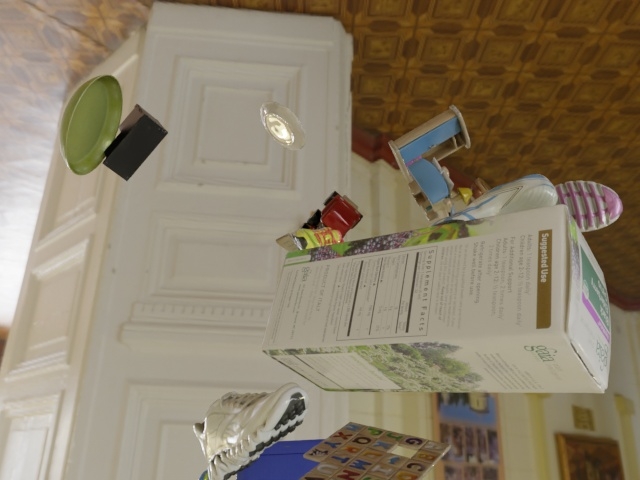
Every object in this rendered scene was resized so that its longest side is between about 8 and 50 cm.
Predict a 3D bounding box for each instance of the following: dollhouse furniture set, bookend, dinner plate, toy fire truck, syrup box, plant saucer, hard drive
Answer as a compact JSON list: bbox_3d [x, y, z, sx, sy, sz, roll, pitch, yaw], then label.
[{"bbox_3d":[0.357,-0.148,1.527,0.198,0.303,0.286,-29,139,6],"label":"dollhouse furniture set"},{"bbox_3d":[-0.468,-0.247,1.436,0.072,0.157,0.156,40,-179,-32],"label":"bookend"},{"bbox_3d":[-0.096,-0.273,1.402,0.141,0.017,0.141,32,151,20],"label":"dinner plate"},{"bbox_3d":[-0.009,-0.025,1.666,0.158,0.246,0.217,42,112,-7],"label":"toy fire truck"},{"bbox_3d":[0.080,0.055,0.437,0.237,0.096,0.093,-11,142,35],"label":"syrup box"},{"bbox_3d":[-0.529,-0.267,1.323,0.037,0.240,0.241,20,156,1],"label":"plant saucer"},{"bbox_3d":[-0.071,0.556,1.139,0.210,0.318,0.040,-5,137,6],"label":"hard drive"}]

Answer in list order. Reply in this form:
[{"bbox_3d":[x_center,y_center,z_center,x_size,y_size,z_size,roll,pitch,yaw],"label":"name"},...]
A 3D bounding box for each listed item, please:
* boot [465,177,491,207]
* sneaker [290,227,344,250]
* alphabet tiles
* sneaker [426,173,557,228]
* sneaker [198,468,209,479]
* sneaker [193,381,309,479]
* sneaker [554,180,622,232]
[{"bbox_3d":[0.375,-0.043,1.543,0.220,0.109,0.283,-28,154,12],"label":"boot"},{"bbox_3d":[0.000,0.000,1.332,0.094,0.081,0.208,-29,170,11],"label":"sneaker"},{"bbox_3d":[0.075,0.357,0.937,0.198,0.009,0.237,3,-174,33],"label":"alphabet tiles"},{"bbox_3d":[0.284,-0.040,0.995,0.237,0.086,0.085,-25,112,14],"label":"sneaker"},{"bbox_3d":[-0.194,0.514,1.051,0.067,0.188,0.078,-1,160,-5],"label":"sneaker"},{"bbox_3d":[-0.123,0.289,0.919,0.110,0.118,0.292,-13,154,-45],"label":"sneaker"},{"bbox_3d":[0.442,-0.046,1.090,0.236,0.095,0.105,-12,163,38],"label":"sneaker"}]
